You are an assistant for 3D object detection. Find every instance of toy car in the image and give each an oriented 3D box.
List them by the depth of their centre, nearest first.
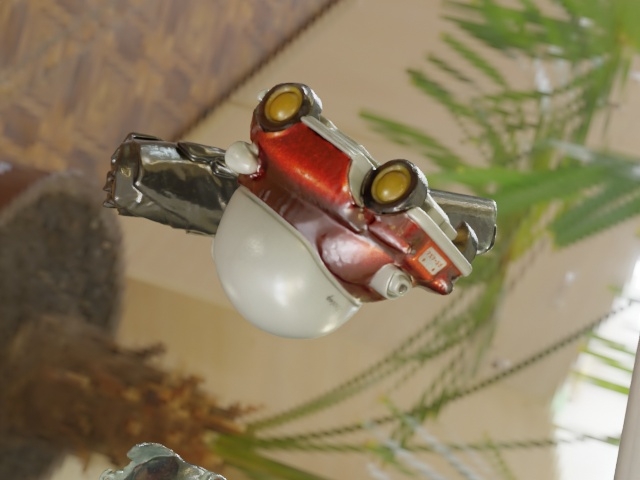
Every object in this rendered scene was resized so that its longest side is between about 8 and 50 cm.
[{"bbox_3d":[0.000,0.000,0.972,0.112,0.139,0.112,-49,138,-5],"label":"toy car"}]

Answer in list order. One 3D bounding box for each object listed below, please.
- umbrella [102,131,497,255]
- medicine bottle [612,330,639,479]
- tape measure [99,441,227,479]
[{"bbox_3d":[-0.009,-0.020,1.103,0.066,0.236,0.059,-107,-151,-66],"label":"umbrella"},{"bbox_3d":[0.256,0.081,1.147,0.130,0.130,0.341,-19,120,-64],"label":"medicine bottle"},{"bbox_3d":[-0.061,0.308,1.360,0.147,0.275,0.256,-38,-154,40],"label":"tape measure"}]
